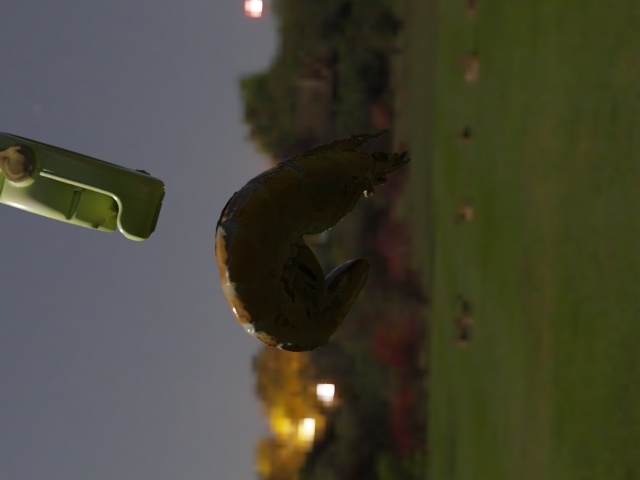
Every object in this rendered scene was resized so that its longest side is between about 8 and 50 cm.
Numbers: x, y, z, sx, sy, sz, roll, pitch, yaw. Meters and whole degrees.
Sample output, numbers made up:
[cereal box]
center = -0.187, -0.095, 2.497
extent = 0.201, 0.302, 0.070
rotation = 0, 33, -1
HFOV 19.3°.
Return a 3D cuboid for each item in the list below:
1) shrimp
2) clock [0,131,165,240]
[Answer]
[shrimp]
center = 0.006, -0.001, 0.959
extent = 0.162, 0.045, 0.095
rotation = -30, -83, -47
[clock]
center = -0.273, -0.060, 1.893
extent = 0.170, 0.232, 0.069
rotation = -128, 54, -86
